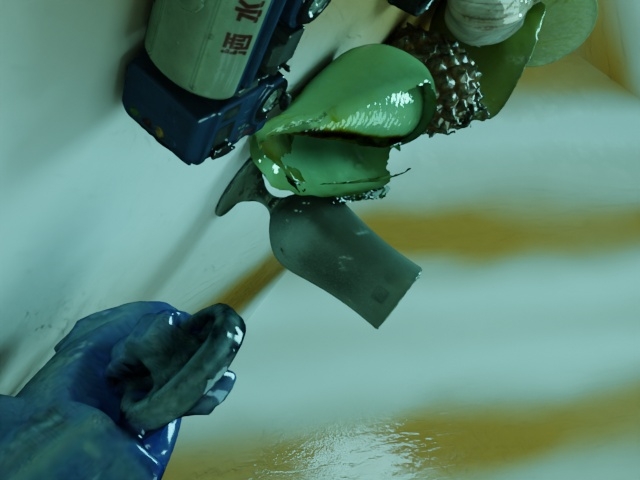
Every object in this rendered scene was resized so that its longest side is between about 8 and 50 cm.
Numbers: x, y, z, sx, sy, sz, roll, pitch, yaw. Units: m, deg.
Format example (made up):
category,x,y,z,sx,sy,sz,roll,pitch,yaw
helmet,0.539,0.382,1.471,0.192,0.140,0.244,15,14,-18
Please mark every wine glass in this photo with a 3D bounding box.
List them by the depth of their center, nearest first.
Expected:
category,x,y,z,sx,sy,sz,roll,pitch,yaw
wine glass,0.000,0.000,0.943,0.103,0.231,0.103,-52,177,-4

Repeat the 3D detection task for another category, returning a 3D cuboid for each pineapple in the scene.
category,x,y,z,sx,sy,sz,roll,pitch,yaw
pineapple,0.172,-0.234,1.252,0.166,0.193,0.166,-61,178,-3

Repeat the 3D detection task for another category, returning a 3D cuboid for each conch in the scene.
category,x,y,z,sx,sy,sz,roll,pitch,yaw
conch,0.034,-0.117,0.917,0.250,0.137,0.143,-56,160,-38

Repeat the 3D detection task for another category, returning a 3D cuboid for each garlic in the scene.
category,x,y,z,sx,sy,sz,roll,pitch,yaw
garlic,0.302,-0.378,1.207,0.199,0.226,0.199,12,90,-71

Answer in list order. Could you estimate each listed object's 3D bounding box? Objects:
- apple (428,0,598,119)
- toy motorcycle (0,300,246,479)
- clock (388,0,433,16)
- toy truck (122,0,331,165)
category,x,y,z,sx,sy,sz,roll,pitch,yaw
apple,0.320,-0.384,1.450,0.295,0.233,0.258,-43,163,-11
toy motorcycle,-0.201,0.146,0.572,0.319,0.241,0.182,-47,135,-14
clock,0.151,-0.356,0.997,0.184,0.040,0.184,-53,176,-5
toy truck,-0.042,-0.122,0.417,0.088,0.074,0.201,-45,172,-40
